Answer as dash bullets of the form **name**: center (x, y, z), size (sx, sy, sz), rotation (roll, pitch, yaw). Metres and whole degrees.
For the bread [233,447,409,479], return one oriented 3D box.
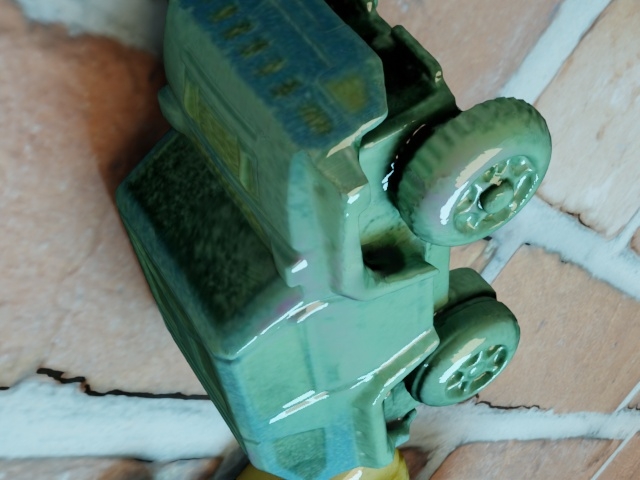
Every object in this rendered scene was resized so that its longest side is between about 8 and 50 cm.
- **bread**: center (-0.018, 0.199, 0.782), size (0.173, 0.085, 0.134), rotation (-44, 148, -3)

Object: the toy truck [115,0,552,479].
- **toy truck**: center (0.000, 0.000, 0.495), size (0.156, 0.155, 0.279), rotation (-30, 148, -14)
